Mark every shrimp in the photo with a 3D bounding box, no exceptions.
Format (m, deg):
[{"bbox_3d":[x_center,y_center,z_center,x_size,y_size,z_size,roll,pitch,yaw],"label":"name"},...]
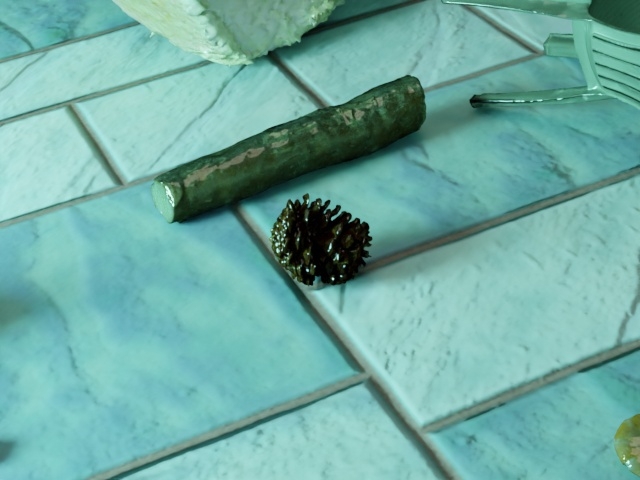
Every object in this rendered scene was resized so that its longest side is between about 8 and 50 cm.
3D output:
[{"bbox_3d":[0.246,0.138,0.828,0.108,0.023,0.059,3,45,15],"label":"shrimp"}]

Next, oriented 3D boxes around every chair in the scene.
[{"bbox_3d":[0.263,-0.188,1.157,0.274,0.203,0.190,13,49,40],"label":"chair"}]

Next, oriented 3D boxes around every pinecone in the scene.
[{"bbox_3d":[0.000,0.000,1.031,0.083,0.077,0.077,1,33,-7],"label":"pinecone"}]

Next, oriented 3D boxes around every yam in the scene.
[{"bbox_3d":[-0.025,-0.085,1.176,0.274,0.061,0.061,-22,37,-19],"label":"yam"}]

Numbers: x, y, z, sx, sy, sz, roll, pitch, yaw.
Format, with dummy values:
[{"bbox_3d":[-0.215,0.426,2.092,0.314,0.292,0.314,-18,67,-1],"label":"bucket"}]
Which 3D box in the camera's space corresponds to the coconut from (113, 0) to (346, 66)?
[{"bbox_3d":[-0.120,-0.424,1.409,0.404,0.404,0.404,-5,34,3],"label":"coconut"}]
